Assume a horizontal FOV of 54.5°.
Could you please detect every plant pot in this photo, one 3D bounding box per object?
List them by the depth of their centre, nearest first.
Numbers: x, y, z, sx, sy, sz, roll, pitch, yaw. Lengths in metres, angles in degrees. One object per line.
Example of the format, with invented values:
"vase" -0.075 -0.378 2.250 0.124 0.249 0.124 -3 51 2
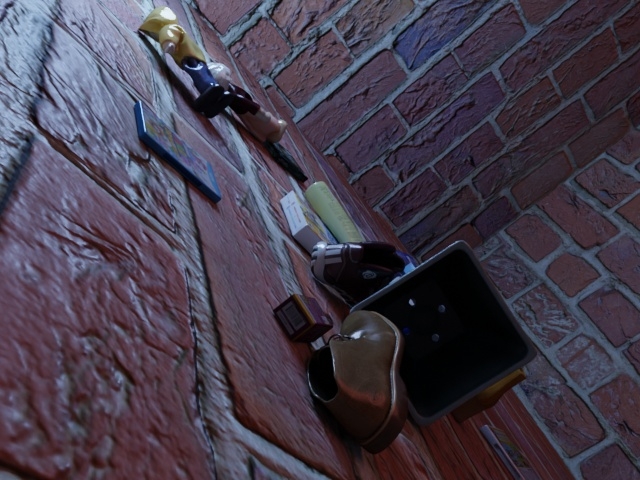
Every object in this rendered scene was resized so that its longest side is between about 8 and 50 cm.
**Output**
"plant pot" 0.217 0.166 1.215 0.247 0.248 0.252 58 0 2

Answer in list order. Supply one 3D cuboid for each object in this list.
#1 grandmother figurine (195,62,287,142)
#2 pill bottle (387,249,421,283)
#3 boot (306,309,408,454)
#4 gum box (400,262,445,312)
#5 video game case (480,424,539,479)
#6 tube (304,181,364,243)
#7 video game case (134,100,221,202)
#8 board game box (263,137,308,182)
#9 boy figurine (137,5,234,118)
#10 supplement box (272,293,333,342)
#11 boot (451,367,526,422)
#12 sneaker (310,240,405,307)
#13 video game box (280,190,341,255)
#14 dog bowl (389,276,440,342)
"grandmother figurine" -0.217 -0.370 1.682 0.208 0.104 0.342 25 -2 31
"pill bottle" 0.159 0.076 1.590 0.219 0.123 0.122 20 31 -49
"boot" 0.046 0.161 0.886 0.115 0.112 0.305 38 14 -11
"gum box" 0.279 0.158 1.502 0.184 0.041 0.157 47 10 -30
"video game case" 0.525 0.599 1.675 0.206 0.026 0.227 57 12 32
"tube" 0.046 -0.035 1.481 0.240 0.070 0.062 55 -24 23
"video game case" -0.226 -0.140 0.989 0.166 0.015 0.119 44 12 -38
"board game box" -0.116 -0.259 1.913 0.126 0.026 0.186 56 11 29
"boy figurine" -0.313 -0.414 1.393 0.285 0.092 0.177 52 10 11
"supplement box" -0.024 0.112 0.892 0.055 0.043 0.083 55 11 22
"boot" 0.392 0.315 1.559 0.104 0.211 0.295 49 10 -18
"sneaker" 0.116 0.074 1.279 0.281 0.163 0.106 29 59 -51
"video game box" 0.000 0.000 1.423 0.205 0.048 0.187 46 8 -29
"dog bowl" 0.227 0.219 1.477 0.265 0.104 0.265 49 9 -11
